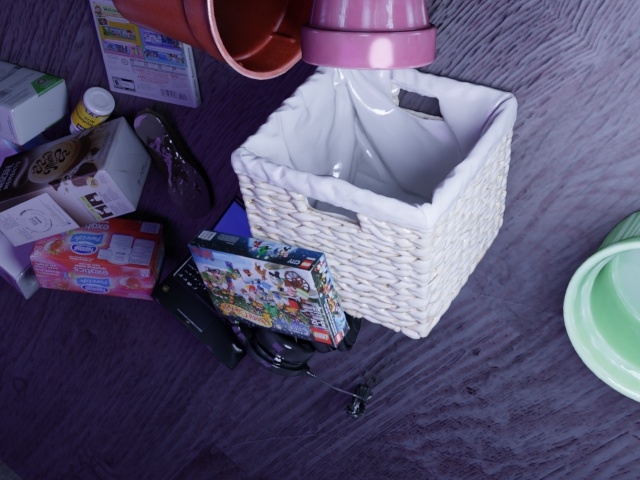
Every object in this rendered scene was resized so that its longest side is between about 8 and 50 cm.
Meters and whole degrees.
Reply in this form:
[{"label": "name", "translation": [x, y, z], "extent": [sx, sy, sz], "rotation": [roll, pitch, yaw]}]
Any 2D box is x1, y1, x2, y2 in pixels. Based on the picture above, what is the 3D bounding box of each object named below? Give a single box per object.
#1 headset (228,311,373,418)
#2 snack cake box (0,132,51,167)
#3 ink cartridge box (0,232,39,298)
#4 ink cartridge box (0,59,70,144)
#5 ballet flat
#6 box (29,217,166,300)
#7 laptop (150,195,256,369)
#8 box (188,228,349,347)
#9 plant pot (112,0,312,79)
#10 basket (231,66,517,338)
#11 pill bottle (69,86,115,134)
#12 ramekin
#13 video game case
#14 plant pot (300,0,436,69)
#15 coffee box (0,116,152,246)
[{"label": "headset", "translation": [-0.018, 0.174, 1.872], "extent": [0.243, 0.185, 0.394], "rotation": [-29, 95, 20]}, {"label": "snack cake box", "translation": [-0.607, -0.123, 2.115], "extent": [0.264, 0.089, 0.152], "rotation": [44, 135, -1]}, {"label": "ink cartridge box", "translation": [-0.764, -0.026, 2.221], "extent": [0.307, 0.129, 0.223], "rotation": [40, 162, 3]}, {"label": "ink cartridge box", "translation": [-0.650, -0.290, 1.969], "extent": [0.208, 0.153, 0.086], "rotation": [20, 133, 25]}, {"label": "ballet flat", "translation": [-0.290, -0.154, 1.889], "extent": [0.084, 0.058, 0.249], "rotation": [-27, 114, 8]}, {"label": "box", "translation": [-0.467, 0.032, 2.026], "extent": [0.257, 0.128, 0.122], "rotation": [6, 142, 1]}, {"label": "laptop", "translation": [-0.177, 0.091, 1.930], "extent": [0.234, 0.264, 0.136], "rotation": [43, 173, 1]}, {"label": "box", "translation": [-0.080, 0.072, 1.469], "extent": [0.233, 0.044, 0.159], "rotation": [11, 135, 33]}, {"label": "plant pot", "translation": [-0.172, -0.407, 1.467], "extent": [0.265, 0.272, 0.272], "rotation": [20, 132, 33]}, {"label": "basket", "translation": [0.093, -0.080, 1.474], "extent": [0.328, 0.331, 0.266], "rotation": [18, 137, 24]}, {"label": "pill bottle", "translation": [-0.464, -0.253, 1.926], "extent": [0.065, 0.065, 0.116], "rotation": [46, 137, -2]}, {"label": "ramekin", "translation": [0.528, 0.092, 1.409], "extent": [0.303, 0.148, 0.303], "rotation": [20, 132, 23]}, {"label": "video game case", "translation": [-0.325, -0.353, 1.777], "extent": [0.212, 0.023, 0.193], "rotation": [15, 130, 28]}, {"label": "plant pot", "translation": [0.070, -0.350, 1.381], "extent": [0.201, 0.201, 0.180], "rotation": [11, 113, 29]}, {"label": "coffee box", "translation": [-0.504, -0.115, 1.905], "extent": [0.297, 0.168, 0.119], "rotation": [-16, 131, 19]}]
